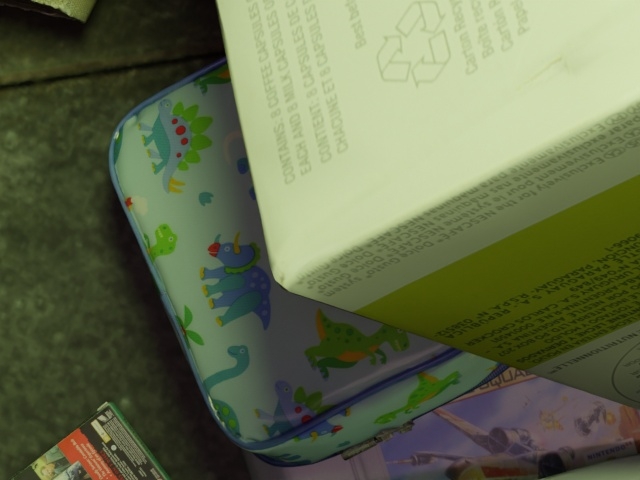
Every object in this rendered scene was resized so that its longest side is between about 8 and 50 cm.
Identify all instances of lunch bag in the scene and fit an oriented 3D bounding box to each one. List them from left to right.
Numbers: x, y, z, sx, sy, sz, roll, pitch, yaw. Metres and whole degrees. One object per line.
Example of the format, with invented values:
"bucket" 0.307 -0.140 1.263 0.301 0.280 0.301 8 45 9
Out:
"lunch bag" 0.000 0.000 1.024 0.176 0.090 0.219 -28 67 7

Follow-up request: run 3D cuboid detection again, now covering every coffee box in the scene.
"coffee box" 0.181 -0.153 0.793 0.338 0.334 0.337 -29 59 32

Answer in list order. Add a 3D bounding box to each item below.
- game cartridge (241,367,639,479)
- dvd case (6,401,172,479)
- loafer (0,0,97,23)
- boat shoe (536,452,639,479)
"game cartridge" 0.112 0.128 1.066 0.297 0.062 0.198 -18 95 7
"dvd case" -0.142 0.162 1.114 0.119 0.013 0.087 -38 88 6
"loafer" -0.241 -0.158 1.064 0.269 0.102 0.092 -2 87 6
"boat shoe" 0.144 0.187 0.995 0.301 0.108 0.102 -10 125 -5
